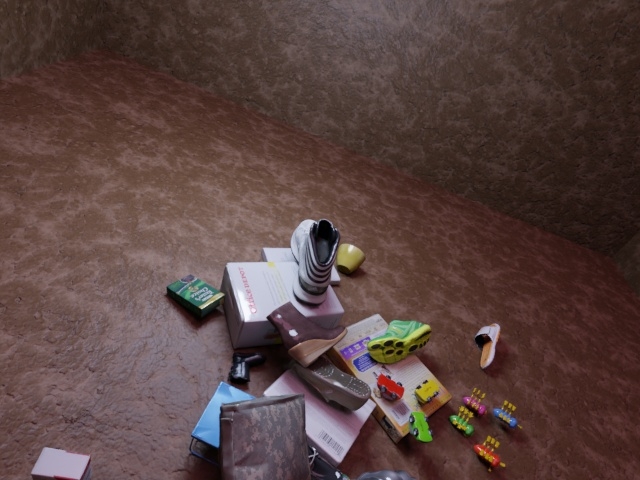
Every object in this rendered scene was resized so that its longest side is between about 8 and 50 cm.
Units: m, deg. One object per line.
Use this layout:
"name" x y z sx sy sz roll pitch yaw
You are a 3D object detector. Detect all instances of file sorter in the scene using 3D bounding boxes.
"file sorter" -0.270 0.510 1.149 0.118 0.105 0.170 26 36 1

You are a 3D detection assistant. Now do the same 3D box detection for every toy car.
"toy car" 0.301 0.555 1.356 0.238 0.053 0.225 11 38 -17

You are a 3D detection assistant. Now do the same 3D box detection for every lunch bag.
"lunch bag" -0.154 0.509 1.010 0.287 0.168 0.236 32 48 -61

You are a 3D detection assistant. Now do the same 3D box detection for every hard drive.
"hard drive" -0.087 0.113 1.812 0.307 0.040 0.203 2 41 -28

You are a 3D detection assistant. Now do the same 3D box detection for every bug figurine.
"bug figurine" 0.584 0.661 1.478 0.216 0.072 0.279 35 41 25

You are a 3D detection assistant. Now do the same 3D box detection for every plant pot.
"plant pot" 0.126 0.094 1.902 0.134 0.134 0.095 28 63 5

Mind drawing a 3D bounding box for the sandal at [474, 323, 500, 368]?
"sandal" 0.718 0.440 1.809 0.076 0.102 0.265 33 38 7

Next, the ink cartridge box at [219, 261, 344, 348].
"ink cartridge box" -0.152 0.224 1.530 0.384 0.161 0.279 2 40 -29

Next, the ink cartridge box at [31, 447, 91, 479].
"ink cartridge box" -0.576 0.525 0.928 0.099 0.135 0.056 16 40 -11

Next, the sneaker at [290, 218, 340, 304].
"sneaker" 0.001 0.001 1.552 0.169 0.258 0.448 14 34 -14

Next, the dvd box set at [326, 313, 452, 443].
"dvd box set" 0.241 0.478 1.520 0.307 0.062 0.420 -14 50 -41

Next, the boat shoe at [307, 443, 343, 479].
"boat shoe" -0.042 0.612 1.154 0.233 0.079 0.084 26 30 14

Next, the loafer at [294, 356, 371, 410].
"loafer" 0.026 0.450 1.301 0.268 0.092 0.102 23 20 26

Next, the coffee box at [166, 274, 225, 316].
"coffee box" -0.441 0.191 1.471 0.184 0.041 0.113 25 34 27

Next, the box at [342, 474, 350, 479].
"box" 0.076 0.738 1.114 0.105 0.043 0.179 -11 51 -39

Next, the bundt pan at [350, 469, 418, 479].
"bundt pan" 0.207 0.745 1.049 0.330 0.124 0.331 27 35 -21

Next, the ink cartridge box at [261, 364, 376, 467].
"ink cartridge box" -0.003 0.523 1.319 0.296 0.066 0.261 37 34 16

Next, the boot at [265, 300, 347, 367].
"boot" -0.037 0.277 1.362 0.207 0.090 0.248 51 39 14

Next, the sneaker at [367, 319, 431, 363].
"sneaker" 0.283 0.374 1.562 0.295 0.110 0.123 -8 20 -33

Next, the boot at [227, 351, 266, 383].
"boot" -0.236 0.413 1.342 0.121 0.045 0.099 7 36 -11
